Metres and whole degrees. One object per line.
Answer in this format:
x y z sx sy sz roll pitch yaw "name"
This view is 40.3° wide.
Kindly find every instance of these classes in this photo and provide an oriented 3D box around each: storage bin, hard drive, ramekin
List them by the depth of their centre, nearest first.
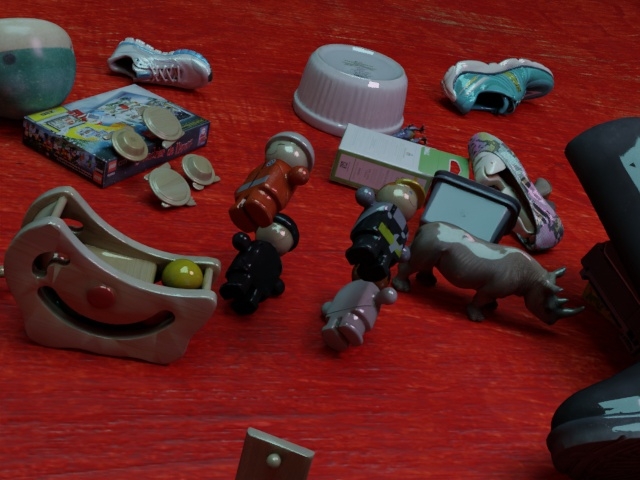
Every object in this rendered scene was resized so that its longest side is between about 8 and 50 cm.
0.534 0.092 1.169 0.339 0.064 0.237 -5 53 -29 "hard drive"
0.205 -0.023 1.263 0.135 0.098 0.091 25 60 15 "storage bin"
0.060 -0.273 1.576 0.207 0.109 0.207 11 31 -7 "ramekin"

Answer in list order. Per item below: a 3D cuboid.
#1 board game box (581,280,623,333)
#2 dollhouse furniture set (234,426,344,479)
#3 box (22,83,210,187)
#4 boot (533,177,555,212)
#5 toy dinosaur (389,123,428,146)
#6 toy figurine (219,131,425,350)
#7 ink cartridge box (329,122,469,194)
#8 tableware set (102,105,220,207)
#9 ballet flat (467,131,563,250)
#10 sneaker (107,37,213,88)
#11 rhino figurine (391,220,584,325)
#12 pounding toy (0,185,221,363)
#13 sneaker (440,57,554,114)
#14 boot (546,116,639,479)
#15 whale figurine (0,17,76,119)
0.473 0.080 1.243 0.181 0.043 0.092 -6 37 -31 "board game box"
-0.024 0.257 0.660 0.144 0.123 0.151 19 31 7 "dollhouse furniture set"
-0.299 -0.162 1.300 0.159 0.044 0.233 28 33 21 "box"
0.338 -0.076 1.442 0.087 0.042 0.118 9 31 -6 "boot"
0.151 -0.180 1.553 0.082 0.047 0.090 -8 4 -19 "toy dinosaur"
0.000 0.000 1.003 0.210 0.213 0.148 19 45 9 "toy figurine"
0.127 -0.113 1.388 0.209 0.062 0.109 17 30 2 "ink cartridge box"
-0.220 -0.119 1.231 0.168 0.020 0.141 50 37 3 "tableware set"
0.286 -0.076 1.343 0.079 0.077 0.221 -19 68 -38 "ballet flat"
-0.282 -0.294 1.512 0.191 0.071 0.083 13 36 13 "sneaker"
0.221 0.048 1.123 0.243 0.106 0.073 20 32 9 "rhino figurine"
-0.241 0.015 0.931 0.270 0.154 0.155 11 31 -8 "pounding toy"
0.373 -0.303 1.799 0.275 0.107 0.110 -10 58 -28 "sneaker"
0.377 0.039 1.004 0.367 0.146 0.445 3 57 -17 "boot"
-0.494 -0.235 1.274 0.272 0.141 0.216 -12 7 -5 "whale figurine"
